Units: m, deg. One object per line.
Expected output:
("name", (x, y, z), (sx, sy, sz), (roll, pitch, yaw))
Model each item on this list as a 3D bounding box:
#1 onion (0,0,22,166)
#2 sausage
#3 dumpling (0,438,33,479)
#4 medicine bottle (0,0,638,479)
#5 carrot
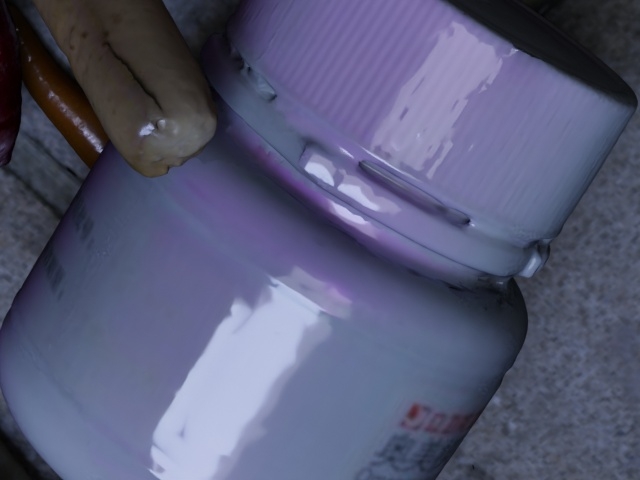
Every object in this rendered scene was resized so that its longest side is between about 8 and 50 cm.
("onion", (-0.324, -0.085, 1.071), (0.314, 0.232, 0.314), (5, 120, 9))
("sausage", (-0.137, -0.153, 1.017), (0.066, 0.066, 0.301), (-47, 60, 21))
("dumpling", (-0.314, 0.142, 1.260), (0.332, 0.086, 0.166), (0, 147, 4))
("medicine bottle", (0.000, 0.000, 1.078), (0.256, 0.256, 0.325), (31, 103, -10))
("carrot", (-0.148, -0.080, 1.173), (0.035, 0.035, 0.142), (-36, 103, 18))
